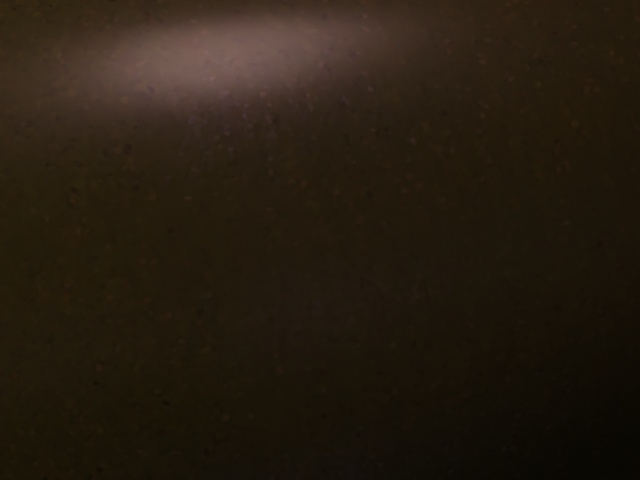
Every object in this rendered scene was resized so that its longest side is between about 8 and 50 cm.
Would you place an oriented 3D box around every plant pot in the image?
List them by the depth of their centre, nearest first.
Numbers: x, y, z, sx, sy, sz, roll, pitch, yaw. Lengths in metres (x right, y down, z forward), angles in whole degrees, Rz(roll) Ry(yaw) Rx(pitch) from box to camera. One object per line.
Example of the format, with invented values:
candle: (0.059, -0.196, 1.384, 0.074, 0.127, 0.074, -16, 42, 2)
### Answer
plant pot: (0.000, 0.000, 0.533, 0.275, 0.293, 0.275, -12, -90, -89)
